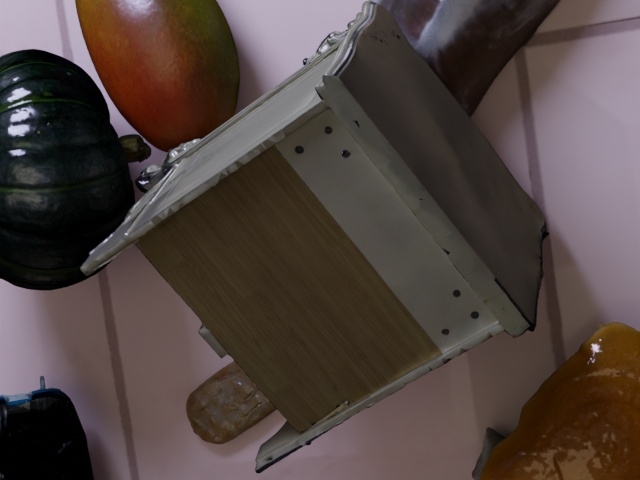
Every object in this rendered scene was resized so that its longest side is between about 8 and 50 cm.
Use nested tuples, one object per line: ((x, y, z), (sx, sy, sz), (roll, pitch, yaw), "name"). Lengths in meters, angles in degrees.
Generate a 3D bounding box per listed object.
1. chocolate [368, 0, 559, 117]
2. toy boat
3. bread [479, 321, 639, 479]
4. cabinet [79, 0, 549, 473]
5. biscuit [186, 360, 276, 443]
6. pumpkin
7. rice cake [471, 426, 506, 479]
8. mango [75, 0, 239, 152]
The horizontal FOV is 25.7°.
((0.138, -0.246, 1.361), (0.157, 0.080, 0.254), (40, 108, 11), "chocolate")
((-0.319, 0.308, 1.599), (0.134, 0.092, 0.298), (-7, 103, -10), "toy boat")
((0.265, 0.205, 1.329), (0.174, 0.121, 0.245), (39, 85, 15), "bread")
((0.000, 0.000, 1.324), (0.318, 0.227, 0.290), (-33, 106, 25), "cabinet")
((-0.086, 0.167, 1.528), (0.147, 0.018, 0.071), (-36, 83, 19), "biscuit")
((-0.281, -0.075, 1.464), (0.216, 0.250, 0.249), (-17, 91, -18), "pumpkin")
((0.263, 0.277, 1.402), (0.256, 0.052, 0.057), (32, 103, 13), "rice cake")
((-0.178, -0.229, 1.456), (0.146, 0.129, 0.289), (-31, 79, 23), "mango")
